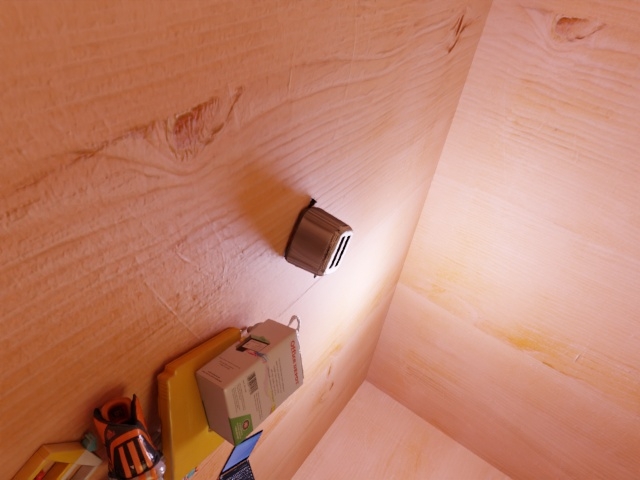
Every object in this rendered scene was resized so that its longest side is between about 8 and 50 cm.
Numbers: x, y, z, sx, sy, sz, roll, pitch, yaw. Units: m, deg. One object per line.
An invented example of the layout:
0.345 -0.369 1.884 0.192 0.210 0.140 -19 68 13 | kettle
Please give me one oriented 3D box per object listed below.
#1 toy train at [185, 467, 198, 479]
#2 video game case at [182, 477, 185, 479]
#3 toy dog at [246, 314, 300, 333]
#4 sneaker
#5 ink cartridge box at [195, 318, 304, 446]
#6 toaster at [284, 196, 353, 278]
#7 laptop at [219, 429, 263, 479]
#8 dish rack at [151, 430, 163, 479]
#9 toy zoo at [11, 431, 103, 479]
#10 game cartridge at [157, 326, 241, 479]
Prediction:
-0.454 0.737 1.414 0.125 0.046 0.166 -54 154 -13 | toy train
-0.460 0.796 1.237 0.196 0.026 0.275 -28 139 -66 | video game case
-0.192 0.387 1.476 0.220 0.160 0.334 -21 121 -54 | toy dog
-0.428 0.438 1.009 0.124 0.180 0.321 -17 169 -34 | sneaker
-0.182 0.376 1.233 0.278 0.117 0.202 -32 127 -44 | ink cartridge box
0.000 0.000 1.365 0.129 0.146 0.227 -10 126 -63 | toaster
-0.304 0.978 1.899 0.136 0.265 0.234 -27 164 16 | laptop
-0.469 0.667 1.205 0.333 0.072 0.286 -56 161 -39 | dish rack
-0.572 0.522 0.912 0.293 0.030 0.192 -53 157 -20 | toy zoo
-0.316 0.434 1.220 0.285 0.052 0.324 -23 118 -59 | game cartridge
